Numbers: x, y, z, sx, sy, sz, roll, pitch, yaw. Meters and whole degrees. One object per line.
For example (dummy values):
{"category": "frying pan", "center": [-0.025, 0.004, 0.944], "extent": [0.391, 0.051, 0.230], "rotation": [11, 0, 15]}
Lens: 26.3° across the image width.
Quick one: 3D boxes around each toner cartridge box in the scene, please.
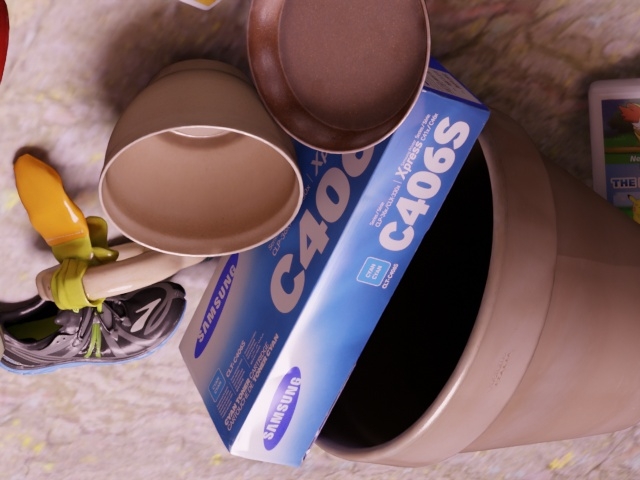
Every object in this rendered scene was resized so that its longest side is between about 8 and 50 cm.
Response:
{"category": "toner cartridge box", "center": [0.000, 0.000, 1.146], "extent": [0.075, 0.165, 0.348], "rotation": [16, 112, -29]}

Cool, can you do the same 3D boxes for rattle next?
{"category": "rattle", "center": [-0.164, -0.023, 1.219], "extent": [0.199, 0.143, 0.130], "rotation": [-20, 175, -26]}

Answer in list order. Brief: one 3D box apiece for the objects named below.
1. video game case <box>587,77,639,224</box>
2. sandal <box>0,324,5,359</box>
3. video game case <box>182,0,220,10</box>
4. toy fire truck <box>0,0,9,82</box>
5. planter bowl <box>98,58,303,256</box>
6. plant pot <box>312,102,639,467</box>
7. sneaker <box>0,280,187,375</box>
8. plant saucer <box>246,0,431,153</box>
{"category": "video game case", "center": [0.426, -0.012, 1.286], "extent": [0.329, 0.036, 0.300], "rotation": [-1, 112, 17]}
{"category": "sandal", "center": [-0.412, 0.072, 1.160], "extent": [0.303, 0.086, 0.120], "rotation": [24, 117, -37]}
{"category": "video game case", "center": [-0.046, -0.243, 0.943], "extent": [0.206, 0.026, 0.227], "rotation": [-35, 172, 14]}
{"category": "toy fire truck", "center": [-0.330, -0.043, 0.921], "extent": [0.169, 0.254, 0.302], "rotation": [11, 150, -33]}
{"category": "planter bowl", "center": [-0.097, -0.078, 1.113], "extent": [0.162, 0.109, 0.162], "rotation": [-3, 143, -2]}
{"category": "plant pot", "center": [0.162, 0.054, 1.202], "extent": [0.280, 0.323, 0.323], "rotation": [15, 128, -28]}
{"category": "sneaker", "center": [-0.216, 0.076, 1.275], "extent": [0.188, 0.067, 0.078], "rotation": [-12, 145, -8]}
{"category": "plant saucer", "center": [0.017, -0.150, 1.024], "extent": [0.029, 0.168, 0.168], "rotation": [-13, 147, -51]}
